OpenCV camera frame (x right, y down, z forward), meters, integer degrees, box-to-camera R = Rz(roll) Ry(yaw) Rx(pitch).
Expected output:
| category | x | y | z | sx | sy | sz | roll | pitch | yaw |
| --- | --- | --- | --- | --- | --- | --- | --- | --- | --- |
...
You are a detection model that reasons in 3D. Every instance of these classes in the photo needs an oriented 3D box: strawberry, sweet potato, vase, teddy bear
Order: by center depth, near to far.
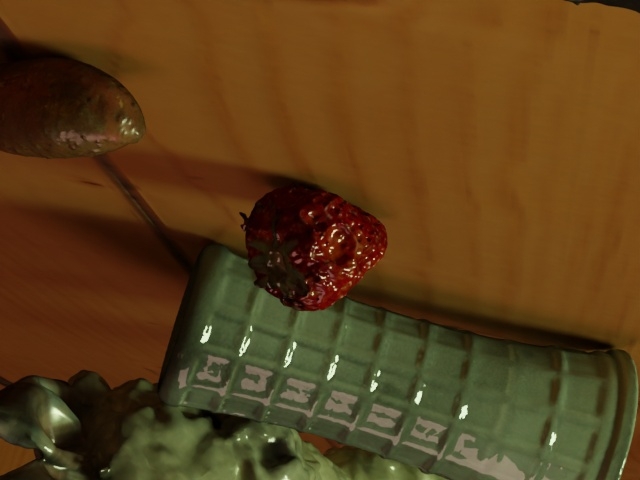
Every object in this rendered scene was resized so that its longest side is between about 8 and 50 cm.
| category | x | y | z | sx | sy | sz | roll | pitch | yaw |
| --- | --- | --- | --- | --- | --- | --- | --- | --- | --- |
| sweet potato | -0.170 | -0.061 | 0.796 | 0.214 | 0.050 | 0.050 | 0 | 162 | 39 |
| strawberry | 0.000 | 0.000 | 0.892 | 0.083 | 0.073 | 0.073 | -23 | -167 | -37 |
| vase | 0.047 | 0.098 | 1.099 | 0.299 | 0.143 | 0.143 | 18 | 167 | -6 |
| teddy bear | -0.010 | 0.175 | 1.182 | 0.375 | 0.327 | 0.362 | -17 | 146 | 2 |

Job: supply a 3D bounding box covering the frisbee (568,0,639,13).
| category | x | y | z | sx | sy | sz | roll | pitch | yaw |
| --- | --- | --- | --- | --- | --- | --- | --- | --- | --- |
| frisbee | 0.152 | -0.068 | 0.530 | 0.211 | 0.012 | 0.187 | 6 | 167 | 28 |
